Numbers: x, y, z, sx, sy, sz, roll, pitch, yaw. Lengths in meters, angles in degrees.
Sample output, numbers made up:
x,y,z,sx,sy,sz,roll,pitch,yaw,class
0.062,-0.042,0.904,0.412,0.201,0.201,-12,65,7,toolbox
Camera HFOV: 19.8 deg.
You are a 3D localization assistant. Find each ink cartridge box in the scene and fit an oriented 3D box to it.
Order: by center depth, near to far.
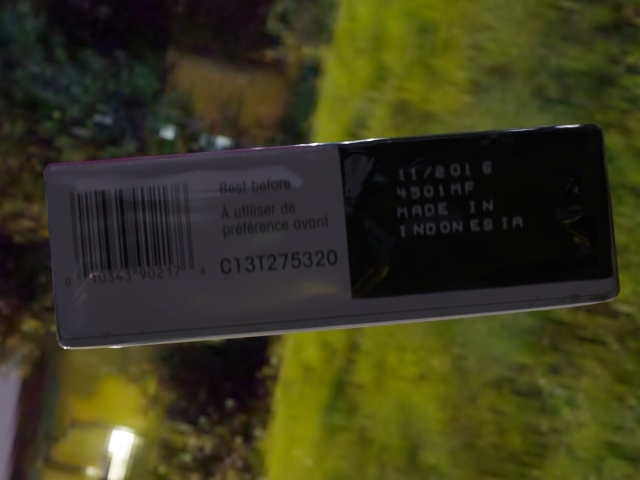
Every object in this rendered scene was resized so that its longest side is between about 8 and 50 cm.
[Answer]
x,y,z,sx,sy,sz,roll,pitch,yaw,class
0.000,0.000,0.740,0.371,0.176,0.069,114,151,-88,ink cartridge box
